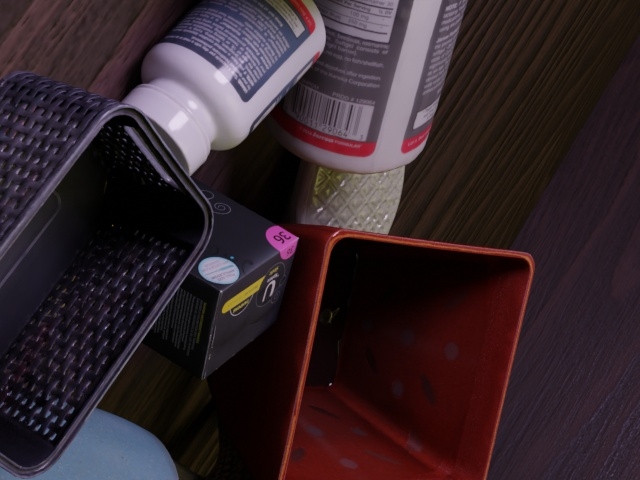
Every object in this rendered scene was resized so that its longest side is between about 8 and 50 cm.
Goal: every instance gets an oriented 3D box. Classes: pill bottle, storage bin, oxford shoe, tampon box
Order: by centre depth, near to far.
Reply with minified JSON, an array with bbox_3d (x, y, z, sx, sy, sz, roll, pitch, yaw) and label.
[{"bbox_3d":[-0.154,0.016,0.547,0.180,0.084,0.122,-56,146,-18],"label":"storage bin"},{"bbox_3d":[-0.087,-0.140,0.874,0.180,0.108,0.108,-51,158,-27],"label":"pill bottle"},{"bbox_3d":[-0.124,0.022,0.923,0.120,0.161,0.101,-37,150,-50],"label":"tampon box"},{"bbox_3d":[0.052,-0.236,0.983,0.176,0.176,0.318,-41,153,-45],"label":"pill bottle"},{"bbox_3d":[0.000,0.000,1.282,0.169,0.130,0.449,-4,109,-40],"label":"oxford shoe"}]

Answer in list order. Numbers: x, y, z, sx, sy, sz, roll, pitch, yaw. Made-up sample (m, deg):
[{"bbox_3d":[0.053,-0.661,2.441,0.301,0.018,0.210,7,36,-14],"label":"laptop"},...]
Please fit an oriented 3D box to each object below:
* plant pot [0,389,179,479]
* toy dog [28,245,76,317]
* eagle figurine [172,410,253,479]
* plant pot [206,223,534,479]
[{"bbox_3d":[-0.270,0.222,0.738,0.195,0.290,0.290,40,77,-34],"label":"plant pot"},{"bbox_3d":[-0.276,-0.014,0.578,0.220,0.161,0.333,-42,139,-36],"label":"toy dog"},{"bbox_3d":[-0.110,0.294,1.278,0.225,0.226,0.298,43,64,-29],"label":"eagle figurine"},{"bbox_3d":[0.024,0.107,1.093,0.267,0.236,0.267,7,98,-36],"label":"plant pot"}]
